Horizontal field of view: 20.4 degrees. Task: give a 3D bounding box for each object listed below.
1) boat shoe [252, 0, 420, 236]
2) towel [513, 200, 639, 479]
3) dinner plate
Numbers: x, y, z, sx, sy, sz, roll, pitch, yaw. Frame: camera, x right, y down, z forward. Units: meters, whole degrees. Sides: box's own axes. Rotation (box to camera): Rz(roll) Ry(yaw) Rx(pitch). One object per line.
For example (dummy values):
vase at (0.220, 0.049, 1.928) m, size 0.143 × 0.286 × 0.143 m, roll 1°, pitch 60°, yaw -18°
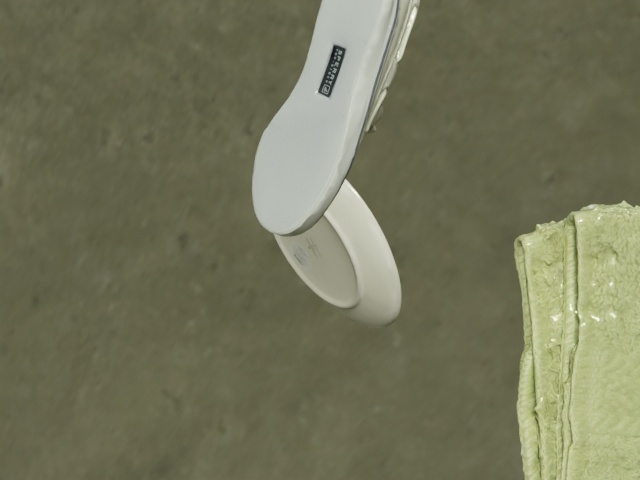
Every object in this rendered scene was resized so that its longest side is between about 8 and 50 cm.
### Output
boat shoe at (0.008, -0.047, 0.615) m, size 0.035 × 0.100 × 0.035 m, roll 28°, pitch 14°, yaw 35°
towel at (0.130, 0.042, 0.535) m, size 0.148 × 0.027 × 0.110 m, roll -1°, pitch 95°, yaw -12°
dinner plate at (0.000, 0.000, 1.149) m, size 0.017 × 0.141 × 0.141 m, roll -33°, pitch 80°, yaw -23°
